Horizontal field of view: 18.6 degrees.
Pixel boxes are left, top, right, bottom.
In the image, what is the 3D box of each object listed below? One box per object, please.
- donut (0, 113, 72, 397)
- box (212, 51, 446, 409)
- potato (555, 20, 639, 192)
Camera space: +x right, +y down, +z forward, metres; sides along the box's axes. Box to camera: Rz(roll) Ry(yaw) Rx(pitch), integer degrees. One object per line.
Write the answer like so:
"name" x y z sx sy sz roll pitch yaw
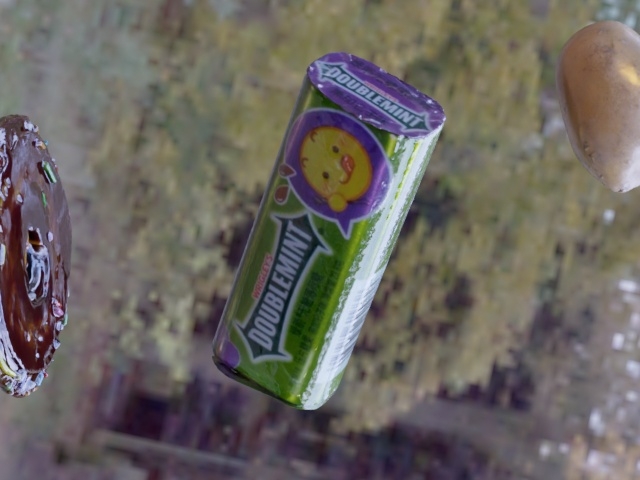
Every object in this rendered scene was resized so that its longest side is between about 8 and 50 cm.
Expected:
"donut" -0.268 0.016 1.575 0.235 0.089 0.235 -3 90 -82
"box" 0.000 0.000 1.833 0.097 0.134 0.345 -43 160 -51
"potato" 0.258 -0.118 1.682 0.112 0.112 0.147 126 -56 -83
